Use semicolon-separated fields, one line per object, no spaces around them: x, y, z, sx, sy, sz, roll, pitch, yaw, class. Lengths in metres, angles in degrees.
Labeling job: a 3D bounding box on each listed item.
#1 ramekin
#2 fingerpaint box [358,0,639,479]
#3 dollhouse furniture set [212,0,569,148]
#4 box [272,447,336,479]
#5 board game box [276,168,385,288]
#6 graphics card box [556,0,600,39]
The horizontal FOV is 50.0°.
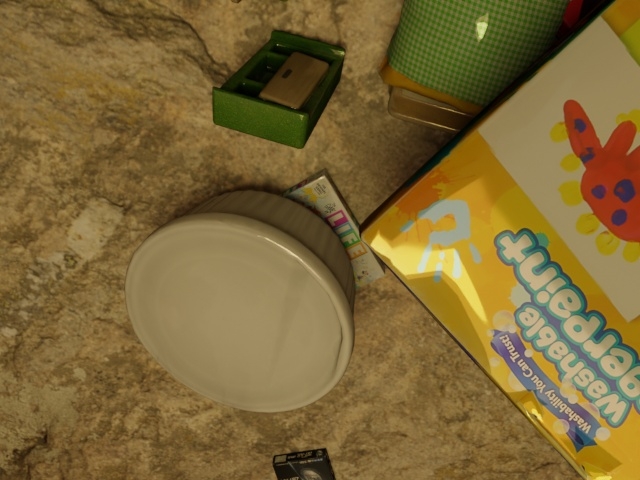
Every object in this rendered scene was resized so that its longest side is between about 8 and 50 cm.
-0.081;0.065;0.819;0.273;0.127;0.273;8;123;13;ramekin
0.313;0.029;0.581;0.371;0.163;0.445;-44;92;5;fingerpaint box
0.068;-0.188;0.644;0.301;0.151;0.197;17;131;9;dollhouse furniture set
-0.024;0.349;1.033;0.083;0.018;0.067;-10;114;9;box
0.000;0.000;0.861;0.103;0.026;0.154;-27;111;15;board game box
0.372;-0.329;0.641;0.371;0.094;0.233;-38;107;18;graphics card box
